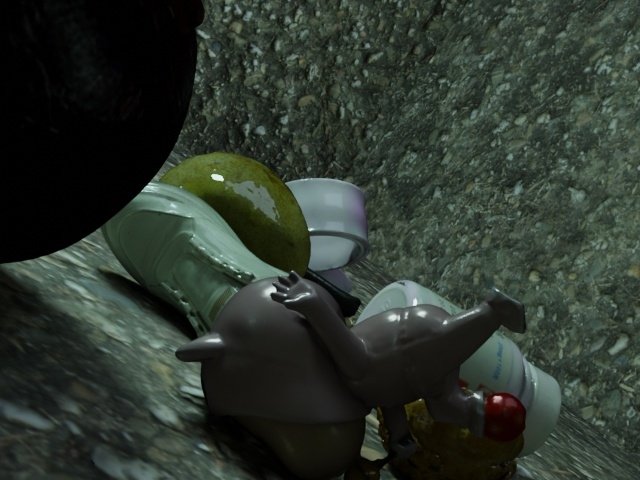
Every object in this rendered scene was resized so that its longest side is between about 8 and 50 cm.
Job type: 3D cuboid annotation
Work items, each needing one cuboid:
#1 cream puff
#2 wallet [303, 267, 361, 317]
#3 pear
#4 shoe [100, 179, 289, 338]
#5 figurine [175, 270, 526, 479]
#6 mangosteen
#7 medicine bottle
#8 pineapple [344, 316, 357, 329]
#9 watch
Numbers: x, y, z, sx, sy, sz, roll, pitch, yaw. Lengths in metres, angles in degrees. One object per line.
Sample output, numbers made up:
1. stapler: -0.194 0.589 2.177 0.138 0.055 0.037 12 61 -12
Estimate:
1. cream puff: 0.133 0.212 0.907 0.165 0.115 0.150 24 -8 32
2. wallet: -0.060 0.061 1.377 0.250 0.044 0.149 33 -24 -14
3. pear: -0.121 -0.018 1.141 0.228 0.188 0.211 32 17 -11
4. shoe: -0.108 0.057 0.929 0.316 0.124 0.159 32 11 -15
5. figurine: 0.029 0.119 0.708 0.287 0.186 0.176 -2 -12 8
6. mangosteen: -0.311 -0.159 0.640 0.435 0.382 0.382 -6 -6 15
7. medicine bottle: 0.193 0.191 1.203 0.293 0.170 0.170 31 5 -18
8. pineapple: 0.070 0.163 1.377 0.058 0.058 0.124 36 6 41
9. watch: 0.000 0.000 1.481 0.248 0.211 0.217 14 -28 -33
